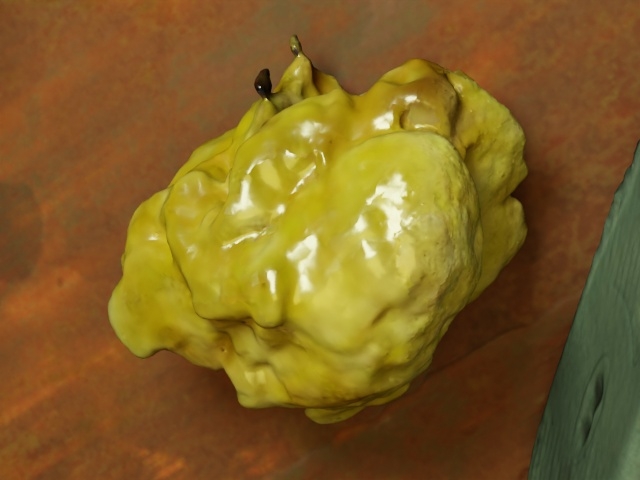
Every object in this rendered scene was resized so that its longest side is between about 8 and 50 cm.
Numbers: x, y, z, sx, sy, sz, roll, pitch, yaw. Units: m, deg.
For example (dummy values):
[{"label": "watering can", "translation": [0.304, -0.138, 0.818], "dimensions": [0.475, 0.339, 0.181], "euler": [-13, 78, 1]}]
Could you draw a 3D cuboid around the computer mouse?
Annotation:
[{"label": "computer mouse", "translation": [0.205, 0.077, 0.947], "dimensions": [0.121, 0.188, 0.371], "euler": [6, 124, -6]}]

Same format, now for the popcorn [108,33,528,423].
[{"label": "popcorn", "translation": [0.004, 0.000, 0.992], "dimensions": [0.191, 0.190, 0.253], "euler": [41, 101, -6]}]
